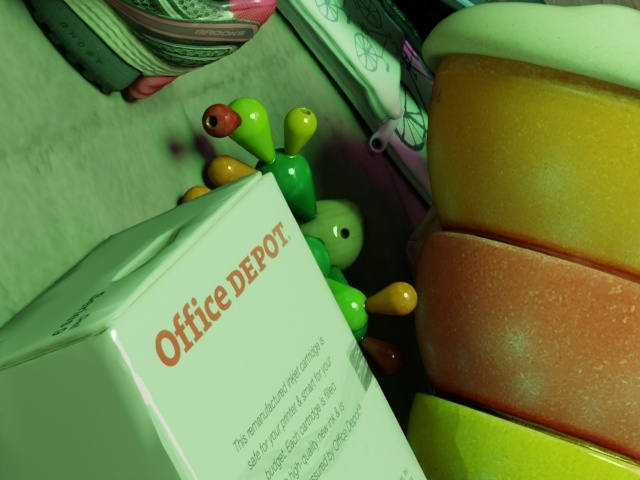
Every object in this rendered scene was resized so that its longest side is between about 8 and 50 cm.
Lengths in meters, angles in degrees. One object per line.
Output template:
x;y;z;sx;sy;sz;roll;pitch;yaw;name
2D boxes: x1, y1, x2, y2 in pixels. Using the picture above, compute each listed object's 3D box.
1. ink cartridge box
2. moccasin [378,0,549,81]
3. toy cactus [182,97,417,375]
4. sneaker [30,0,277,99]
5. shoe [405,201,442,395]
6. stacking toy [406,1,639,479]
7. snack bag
-0.046;0.138;0.987;0.289;0.122;0.211;64;29;-12;ink cartridge box
0.134;-0.116;1.425;0.342;0.138;0.116;40;44;-30;moccasin
0.000;0.000;1.201;0.219;0.112;0.180;58;19;-4;toy cactus
-0.143;-0.204;1.048;0.299;0.112;0.121;41;40;-42;sneaker
0.100;0.049;1.374;0.063;0.081;0.178;19;85;-42;shoe
0.166;0.114;1.200;0.351;0.351;0.479;21;88;-55;stacking toy
0.066;-0.194;1.493;0.342;0.037;0.323;52;33;-31;snack bag
